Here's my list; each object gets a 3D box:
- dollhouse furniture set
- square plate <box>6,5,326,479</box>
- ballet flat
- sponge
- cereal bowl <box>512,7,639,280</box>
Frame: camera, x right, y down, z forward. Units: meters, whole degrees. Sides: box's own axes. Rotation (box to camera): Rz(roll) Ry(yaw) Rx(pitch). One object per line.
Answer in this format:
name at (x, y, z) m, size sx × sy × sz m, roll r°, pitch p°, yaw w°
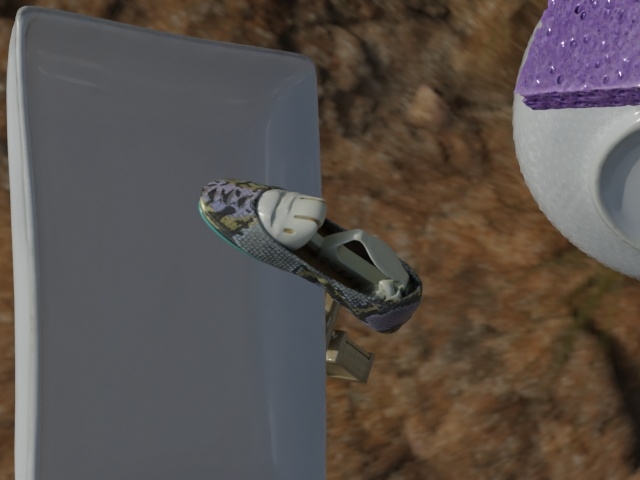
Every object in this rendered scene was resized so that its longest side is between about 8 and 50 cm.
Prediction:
dollhouse furniture set at (-0.054, 0.037, 1.634) m, size 0.161 × 0.182 × 0.101 m, roll 6°, pitch 69°, yaw 36°
square plate at (-0.100, 0.036, 1.238) m, size 0.049 × 0.344 × 0.347 m, roll -2°, pitch 89°, yaw 29°
ballet flat at (0.000, 0.000, 0.847) m, size 0.114 × 0.041 × 0.041 m, roll 33°, pitch 97°, yaw -15°
sponge at (0.254, -0.161, 1.461) m, size 0.210 × 0.031 × 0.117 m, roll 2°, pitch 64°, yaw 48°
cereal bowl at (0.329, -0.085, 1.663) m, size 0.339 × 0.141 × 0.339 m, roll 10°, pitch 129°, yaw 12°
